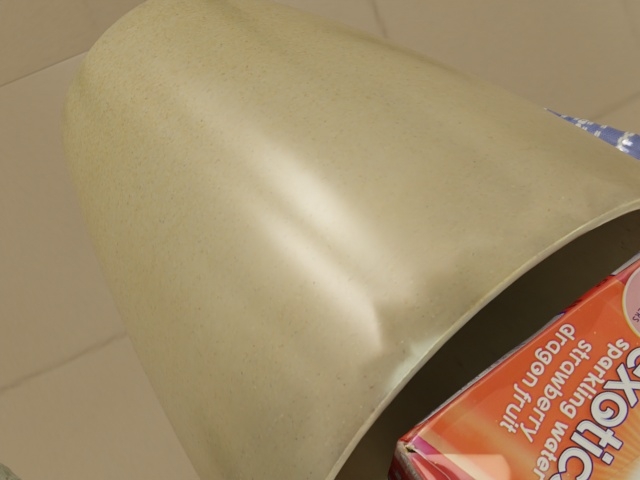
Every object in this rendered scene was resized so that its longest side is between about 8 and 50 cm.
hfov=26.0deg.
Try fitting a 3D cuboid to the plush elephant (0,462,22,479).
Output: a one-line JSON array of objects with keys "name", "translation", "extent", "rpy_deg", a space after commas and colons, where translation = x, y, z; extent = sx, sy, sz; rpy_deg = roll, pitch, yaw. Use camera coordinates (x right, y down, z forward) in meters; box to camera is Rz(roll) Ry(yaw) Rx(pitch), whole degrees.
[{"name": "plush elephant", "translation": [-0.099, 0.186, 0.469], "extent": [0.330, 0.255, 0.272], "rpy_deg": [46, 40, -41]}]

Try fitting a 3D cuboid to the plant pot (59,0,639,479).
[{"name": "plant pot", "translation": [0.000, 0.000, 0.667], "extent": [0.256, 0.256, 0.274], "rpy_deg": [-41, 61, -8]}]

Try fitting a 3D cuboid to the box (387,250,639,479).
[{"name": "box", "translation": [0.112, 0.100, 0.565], "extent": [0.128, 0.257, 0.123], "rpy_deg": [-36, 79, -6]}]

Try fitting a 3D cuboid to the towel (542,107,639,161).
[{"name": "towel", "translation": [0.087, 0.024, 0.901], "extent": [0.040, 0.336, 0.243], "rpy_deg": [20, 93, -41]}]
